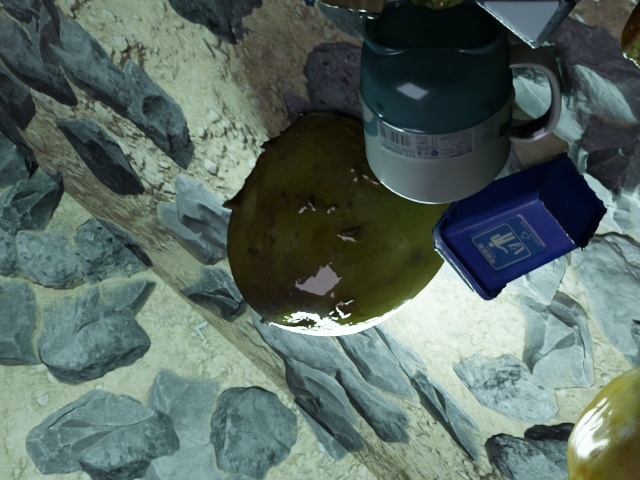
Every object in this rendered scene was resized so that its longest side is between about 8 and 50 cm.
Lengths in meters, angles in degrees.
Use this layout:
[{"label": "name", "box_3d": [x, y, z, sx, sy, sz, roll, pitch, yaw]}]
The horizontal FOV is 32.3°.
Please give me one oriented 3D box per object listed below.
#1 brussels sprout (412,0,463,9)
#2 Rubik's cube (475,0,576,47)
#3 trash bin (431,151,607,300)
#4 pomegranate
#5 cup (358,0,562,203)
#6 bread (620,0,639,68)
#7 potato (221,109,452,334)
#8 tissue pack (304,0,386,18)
[{"label": "brussels sprout", "box_3d": [0.154, -0.391, 1.454, 0.152, 0.149, 0.122, -60, 39, 30]}, {"label": "Rubik's cube", "box_3d": [0.254, -0.386, 1.240, 0.207, 0.205, 0.205, 42, 152, 6]}, {"label": "trash bin", "box_3d": [0.312, -0.031, 1.722, 0.162, 0.184, 0.234, 49, 141, -11]}, {"label": "pomegranate", "box_3d": [0.585, 0.351, 1.695, 0.410, 0.410, 0.410, 32, 151, 21]}, {"label": "cup", "box_3d": [0.198, -0.208, 1.584, 0.289, 0.219, 0.258, 2, 140, 9]}, {"label": "bread", "box_3d": [0.432, -0.287, 1.167, 0.110, 0.184, 0.234, 39, 152, -5]}, {"label": "potato", "box_3d": [0.000, 0.000, 2.010, 0.385, 0.319, 0.442, 51, 149, -17]}, {"label": "tissue pack", "box_3d": [0.039, -0.442, 1.364, 0.192, 0.134, 0.271, -114, 32, -41]}]
